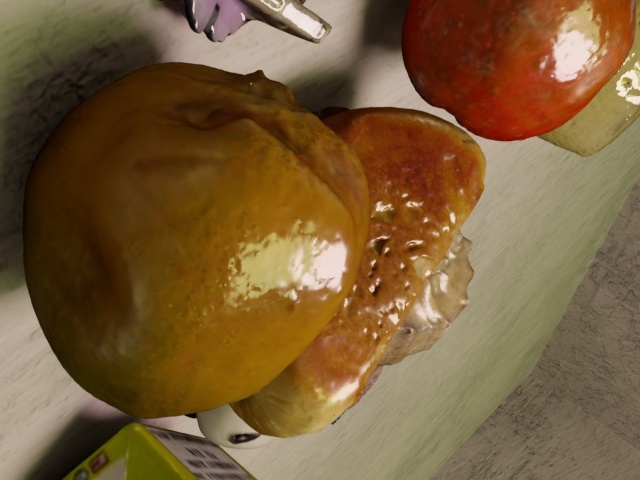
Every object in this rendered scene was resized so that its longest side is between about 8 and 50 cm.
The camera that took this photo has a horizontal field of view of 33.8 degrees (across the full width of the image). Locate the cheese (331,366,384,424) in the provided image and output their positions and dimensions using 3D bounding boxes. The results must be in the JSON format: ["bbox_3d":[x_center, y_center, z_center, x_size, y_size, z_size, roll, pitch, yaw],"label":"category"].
[{"bbox_3d":[0.052,0.246,1.847,0.189,0.074,0.286,-45,161,-21],"label":"cheese"}]

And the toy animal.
[{"bbox_3d":[-0.109,0.180,1.270,0.166,0.179,0.138,-61,145,-3],"label":"toy animal"}]

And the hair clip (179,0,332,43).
[{"bbox_3d":[-0.082,-0.216,0.843,0.106,0.084,0.292,-53,155,11],"label":"hair clip"}]

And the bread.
[{"bbox_3d":[0.405,-0.294,1.558,0.320,0.237,0.320,-50,174,-7],"label":"bread"}]

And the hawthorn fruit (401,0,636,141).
[{"bbox_3d":[0.225,-0.245,1.177,0.284,0.284,0.284,-44,157,-24],"label":"hawthorn fruit"}]

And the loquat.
[{"bbox_3d":[-0.099,0.000,0.856,0.276,0.276,0.283,-22,132,-55],"label":"loquat"}]

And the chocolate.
[{"bbox_3d":[-0.230,0.351,1.248,0.289,0.137,0.301,-39,161,1],"label":"chocolate"}]

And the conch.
[{"bbox_3d":[0.118,0.071,1.504,0.324,0.186,0.263,105,5,-48],"label":"conch"}]

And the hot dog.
[{"bbox_3d":[0.000,0.001,1.142,0.185,0.223,0.405,-15,-143,58],"label":"hot dog"}]
